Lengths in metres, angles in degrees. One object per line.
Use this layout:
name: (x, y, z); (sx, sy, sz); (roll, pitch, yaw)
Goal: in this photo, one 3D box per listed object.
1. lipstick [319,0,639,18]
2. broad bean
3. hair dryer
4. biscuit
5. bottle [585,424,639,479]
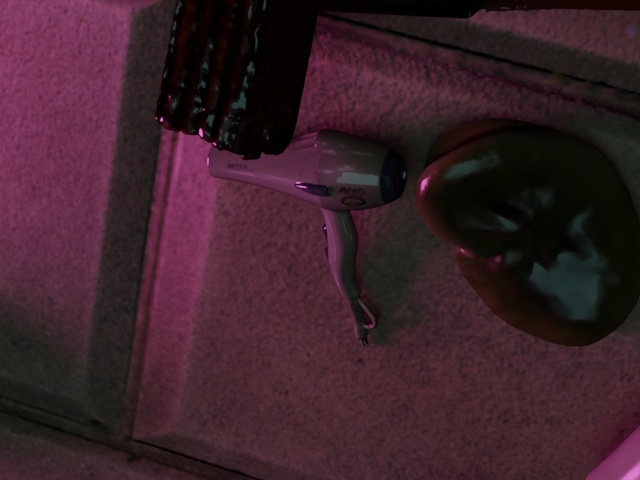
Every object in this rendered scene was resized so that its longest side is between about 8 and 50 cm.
lipstick: (0.162, -0.196, 0.839); (0.419, 0.077, 0.077); (3, 112, 15)
broad bean: (0.169, -0.010, 0.924); (0.207, 0.072, 0.153); (41, 118, -16)
hair dryer: (-0.017, -0.013, 0.987); (0.167, 0.067, 0.199); (20, 130, 17)
biscuit: (-0.031, -0.248, 0.797); (0.073, 0.107, 0.388); (13, 97, 17)
bottle: (0.323, 0.146, 0.917); (0.104, 0.104, 0.245); (38, 116, -1)
